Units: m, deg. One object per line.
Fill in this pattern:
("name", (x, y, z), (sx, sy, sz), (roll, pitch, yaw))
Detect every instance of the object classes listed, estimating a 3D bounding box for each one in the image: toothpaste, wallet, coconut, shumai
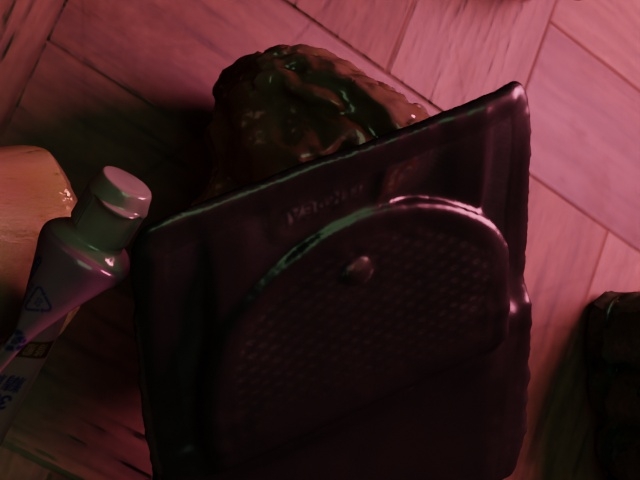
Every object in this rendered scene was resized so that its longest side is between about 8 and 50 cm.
("toothpaste", (-0.173, 0.091, 0.831), (0.075, 0.048, 0.301), (9, 120, -56))
("wallet", (0.018, 0.073, 0.928), (0.247, 0.041, 0.323), (-21, 137, -21))
("coconut", (-0.191, 0.009, 0.868), (0.122, 0.116, 0.116), (-9, 90, -37))
("shumai", (0.000, 0.000, 0.985), (0.206, 0.166, 0.175), (34, 73, -7))

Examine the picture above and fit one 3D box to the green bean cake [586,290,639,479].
("green bean cake", (0.316, 0.151, 1.206), (0.241, 0.132, 0.255), (2, 84, -38))
